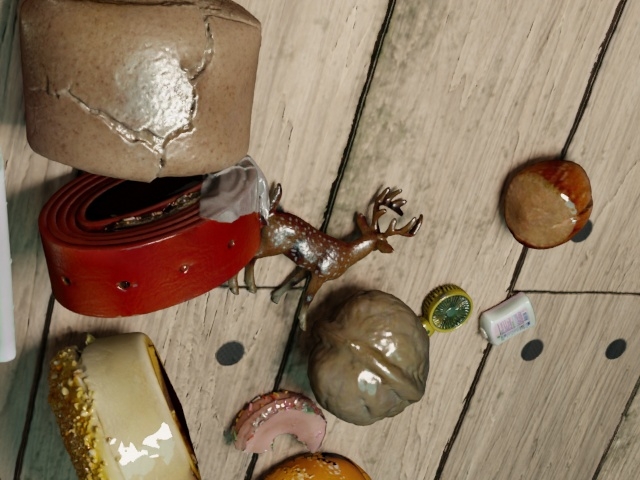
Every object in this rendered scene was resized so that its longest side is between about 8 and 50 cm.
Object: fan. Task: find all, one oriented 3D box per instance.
[{"bbox_3d":[0.183,0.134,1.975,0.155,0.039,0.082,-40,130,3],"label":"fan"}]

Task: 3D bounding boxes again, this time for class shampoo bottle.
[{"bbox_3d":[0.321,0.140,2.046,0.099,0.043,0.072,-28,128,-8],"label":"shampoo bottle"}]

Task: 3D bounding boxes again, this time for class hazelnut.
[{"bbox_3d":[0.366,-0.060,1.894,0.143,0.143,0.154,5,125,-29],"label":"hazelnut"}]

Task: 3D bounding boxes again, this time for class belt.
[{"bbox_3d":[-0.214,-0.024,1.554,0.324,0.227,0.115,-27,132,-34],"label":"belt"}]

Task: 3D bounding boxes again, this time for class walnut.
[{"bbox_3d":[0.075,0.184,1.840,0.224,0.224,0.224,-13,125,-19],"label":"walnut"}]

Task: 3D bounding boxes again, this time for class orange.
[{"bbox_3d":[-0.007,0.474,2.015,0.234,0.182,0.234,-8,110,-23],"label":"orange"}]

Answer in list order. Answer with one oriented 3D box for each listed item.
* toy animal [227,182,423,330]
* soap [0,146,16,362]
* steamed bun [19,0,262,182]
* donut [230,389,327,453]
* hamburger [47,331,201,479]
[{"bbox_3d":[0.008,0.011,1.777,0.243,0.087,0.260,26,109,-38],"label":"toy animal"},{"bbox_3d":[-0.450,-0.039,1.432,0.115,0.208,0.347,-10,123,-24],"label":"soap"},{"bbox_3d":[-0.214,-0.192,1.458,0.301,0.199,0.251,-2,121,-25],"label":"steamed bun"},{"bbox_3d":[-0.062,0.293,1.935,0.166,0.065,0.117,5,119,-31],"label":"donut"},{"bbox_3d":[-0.279,0.273,1.667,0.170,0.302,0.302,-21,128,-6],"label":"hamburger"}]
